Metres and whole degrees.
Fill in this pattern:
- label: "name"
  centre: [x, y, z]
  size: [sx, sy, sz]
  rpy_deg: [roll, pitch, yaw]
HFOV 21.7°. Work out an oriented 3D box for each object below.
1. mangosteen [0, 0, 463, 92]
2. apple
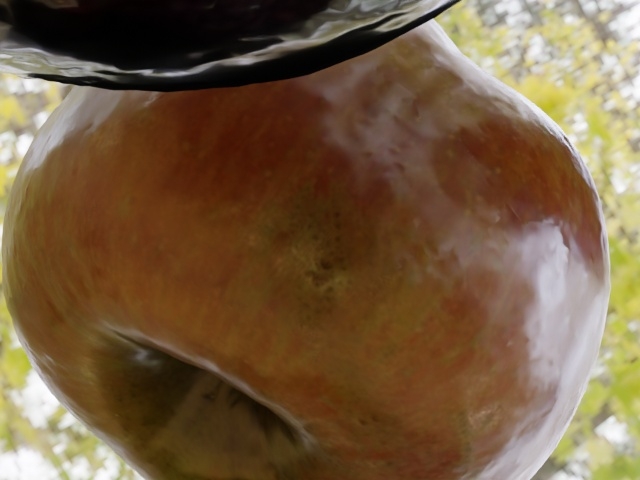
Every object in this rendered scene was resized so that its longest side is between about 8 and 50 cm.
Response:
- label: "mangosteen"
  centre: [-0.060, -0.238, 0.483]
  size: [0.435, 0.382, 0.382]
  rpy_deg: [-135, -146, -60]
- label: "apple"
  centre: [0.000, 0.000, 0.795]
  size: [0.309, 0.250, 0.277]
  rpy_deg: [6, -44, 43]
